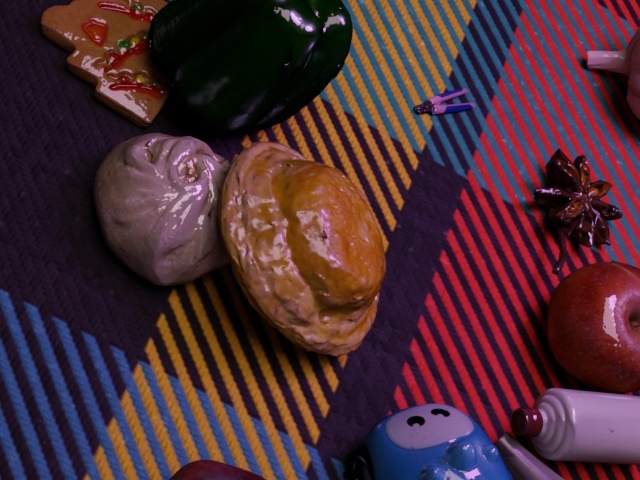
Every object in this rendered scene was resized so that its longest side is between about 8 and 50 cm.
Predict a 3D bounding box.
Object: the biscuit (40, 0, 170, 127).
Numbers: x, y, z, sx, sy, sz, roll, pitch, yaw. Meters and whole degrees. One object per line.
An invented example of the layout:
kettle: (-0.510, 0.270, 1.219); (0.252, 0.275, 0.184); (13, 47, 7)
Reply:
biscuit: (-0.287, -0.273, 1.921); (0.212, 0.041, 0.238); (-11, 68, -32)

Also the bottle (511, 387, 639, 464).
bottle: (0.382, 0.267, 1.899); (0.245, 0.104, 0.104); (9, 61, -27)

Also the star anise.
star anise: (0.391, -0.055, 2.099); (0.234, 0.073, 0.177); (-22, 83, -50)

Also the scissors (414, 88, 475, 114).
scissors: (0.200, -0.221, 2.140); (0.113, 0.012, 0.039); (-16, 72, -31)

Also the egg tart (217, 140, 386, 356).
egg tart: (0.000, 0.000, 1.800); (0.319, 0.128, 0.319); (33, 46, -42)

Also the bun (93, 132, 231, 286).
bun: (-0.193, -0.056, 1.794); (0.231, 0.133, 0.231); (12, 57, -19)

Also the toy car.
toy car: (0.166, 0.328, 1.724); (0.188, 0.190, 0.255); (-11, 68, -28)

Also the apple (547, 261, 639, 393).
apple: (0.432, 0.131, 1.979); (0.201, 0.162, 0.201); (7, 73, -23)

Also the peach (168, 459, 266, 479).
peach: (-0.117, 0.340, 1.609); (0.152, 0.152, 0.152); (11, 60, -20)

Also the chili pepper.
chili pepper: (-0.096, -0.290, 1.884); (0.248, 0.257, 0.233); (49, 39, -6)

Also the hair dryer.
hair dryer: (0.293, 0.352, 1.809); (0.225, 0.088, 0.219); (22, 25, -52)

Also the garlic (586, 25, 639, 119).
garlic: (0.566, -0.300, 2.281); (0.212, 0.218, 0.218); (12, 50, 26)
